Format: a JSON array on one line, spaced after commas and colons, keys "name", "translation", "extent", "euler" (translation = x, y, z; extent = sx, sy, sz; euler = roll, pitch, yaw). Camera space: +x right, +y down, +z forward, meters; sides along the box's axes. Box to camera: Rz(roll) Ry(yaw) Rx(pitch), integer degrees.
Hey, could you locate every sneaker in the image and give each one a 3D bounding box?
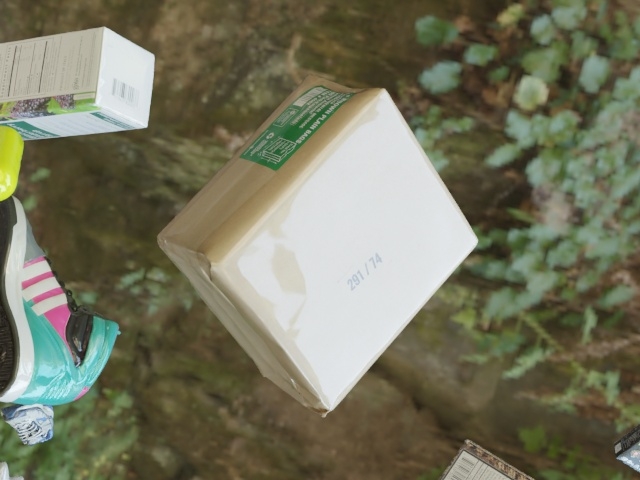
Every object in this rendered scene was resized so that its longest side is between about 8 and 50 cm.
[{"name": "sneaker", "translation": [-0.341, 0.084, 1.559], "extent": [0.178, 0.124, 0.295], "euler": [27, 39, -45]}, {"name": "sneaker", "translation": [-0.409, 0.260, 1.760], "extent": [0.135, 0.052, 0.058], "euler": [47, 29, -74]}]

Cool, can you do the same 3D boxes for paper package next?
[{"name": "paper package", "translation": [0.000, 0.000, 1.619], "extent": [0.325, 0.168, 0.309], "euler": [-47, 127, -16]}]

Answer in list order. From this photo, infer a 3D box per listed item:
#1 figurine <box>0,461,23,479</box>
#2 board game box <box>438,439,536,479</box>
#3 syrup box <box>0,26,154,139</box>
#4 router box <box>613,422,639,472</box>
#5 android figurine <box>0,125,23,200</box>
[{"name": "figurine", "translation": [-0.489, 0.362, 1.610], "extent": [0.209, 0.092, 0.215], "euler": [-54, 156, -13]}, {"name": "board game box", "translation": [0.224, 0.397, 1.329], "extent": [0.232, 0.291, 0.141], "euler": [-53, 143, -11]}, {"name": "syrup box", "translation": [-0.317, -0.177, 1.445], "extent": [0.093, 0.237, 0.096], "euler": [24, 67, -56]}, {"name": "router box", "translation": [0.563, 0.351, 2.057], "extent": [0.092, 0.122, 0.038], "euler": [-49, -161, 31]}, {"name": "android figurine", "translation": [-0.398, -0.099, 1.138], "extent": [0.056, 0.248, 0.273], "euler": [-60, -161, 23]}]
